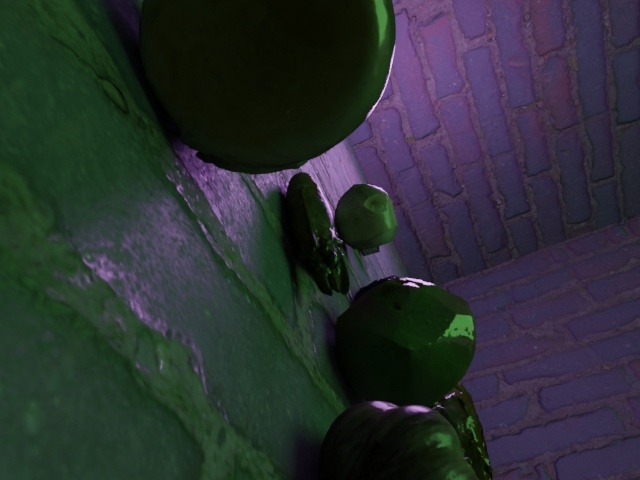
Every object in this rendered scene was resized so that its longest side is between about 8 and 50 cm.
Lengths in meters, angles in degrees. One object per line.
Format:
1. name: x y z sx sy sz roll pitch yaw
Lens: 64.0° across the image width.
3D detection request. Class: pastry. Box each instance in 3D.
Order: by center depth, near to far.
1. pastry: -0.054 -0.197 0.504 0.133 0.264 0.265 -74 141 -69
2. pastry: 0.286 0.450 1.095 0.329 0.136 0.330 -8 90 -82

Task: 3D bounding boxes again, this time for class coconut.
1. coconut: 0.132 0.161 0.818 0.236 0.235 0.205 33 71 -72
2. coconut: 0.113 -0.065 1.298 0.161 0.161 0.162 -46 123 -78

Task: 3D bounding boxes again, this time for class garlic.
1. garlic: 0.081 0.274 0.490 0.245 0.160 0.245 45 -29 34

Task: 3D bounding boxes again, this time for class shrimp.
1. shrimp: 0.000 0.000 0.835 0.317 0.077 0.168 -102 168 -54

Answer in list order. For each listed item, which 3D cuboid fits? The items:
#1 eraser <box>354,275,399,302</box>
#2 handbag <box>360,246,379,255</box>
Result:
1. eraser: 0.160 0.166 1.219 0.332 0.101 0.155 10 58 -79
2. handbag: 0.138 -0.043 1.573 0.173 0.095 0.117 -78 151 -57
